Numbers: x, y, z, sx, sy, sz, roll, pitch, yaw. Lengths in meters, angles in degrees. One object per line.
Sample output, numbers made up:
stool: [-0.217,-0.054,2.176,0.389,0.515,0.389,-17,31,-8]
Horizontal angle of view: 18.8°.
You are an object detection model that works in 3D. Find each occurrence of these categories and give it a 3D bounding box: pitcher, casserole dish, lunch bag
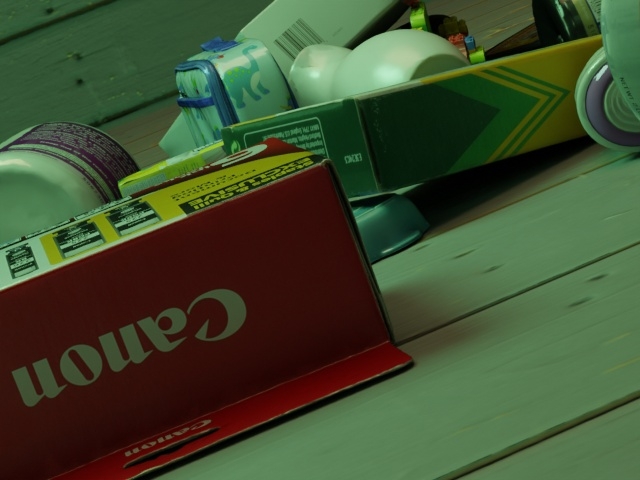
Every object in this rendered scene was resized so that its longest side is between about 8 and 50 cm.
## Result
pitcher: [0.088,-0.139,1.912,0.178,0.125,0.207,13,-1,-29]
casserole dish: [0.000,0.000,1.535,0.188,0.037,0.114,-12,12,46]
lunch bag: [-0.075,-0.113,1.905,0.090,0.176,0.219,-22,10,-10]

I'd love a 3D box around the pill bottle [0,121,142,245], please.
pill bottle: [-0.247,-0.018,1.770,0.169,0.169,0.301,-20,10,9]

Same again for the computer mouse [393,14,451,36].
computer mouse: [0.092,-0.179,2.277,0.188,0.072,0.272,-13,24,31]

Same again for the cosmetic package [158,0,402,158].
cosmetic package: [0.007,-0.243,2.187,0.377,0.097,0.284,-45,-2,-32]

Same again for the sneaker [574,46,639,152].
sneaker: [0.336,-0.169,1.510,0.305,0.114,0.152,-20,11,5]

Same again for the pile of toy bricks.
pile of toy bricks: [0.115,-0.213,2.099,0.118,0.105,0.212,-13,26,8]

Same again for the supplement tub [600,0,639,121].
supplement tub: [0.313,-0.134,1.089,0.207,0.207,0.338,-23,9,-13]

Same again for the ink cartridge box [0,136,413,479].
ink cartridge box: [-0.125,0.054,1.212,0.309,0.130,0.272,-22,11,-8]

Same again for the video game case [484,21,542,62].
video game case: [0.347,-0.266,2.293,0.248,0.035,0.275,-13,13,38]

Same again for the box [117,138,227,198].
box: [-0.077,-0.037,1.697,0.179,0.105,0.043,-21,11,-3]

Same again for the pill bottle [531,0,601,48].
pill bottle: [0.322,-0.225,1.837,0.219,0.122,0.123,-21,9,-5]

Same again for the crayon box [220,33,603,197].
crayon box: [0.107,-0.102,1.639,0.323,0.083,0.203,-17,5,-34]
